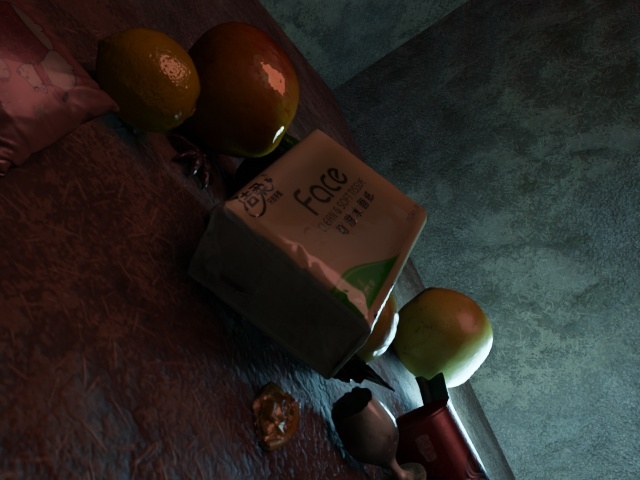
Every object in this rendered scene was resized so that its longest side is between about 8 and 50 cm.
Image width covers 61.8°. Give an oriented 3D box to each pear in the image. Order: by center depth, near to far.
[{"bbox_3d":[0.411,0.325,1.827,0.348,0.348,0.348,53,18,-25],"label":"pear"}]

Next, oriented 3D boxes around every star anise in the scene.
[{"bbox_3d":[-0.270,-0.175,1.159,0.141,0.042,0.141,51,20,-26],"label":"star anise"}]

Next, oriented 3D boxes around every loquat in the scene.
[{"bbox_3d":[0.064,0.170,1.254,0.244,0.244,0.244,53,18,-25],"label":"loquat"}]

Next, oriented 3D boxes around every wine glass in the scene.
[{"bbox_3d":[0.123,0.435,1.139,0.241,0.127,0.126,59,16,-11],"label":"wine glass"}]

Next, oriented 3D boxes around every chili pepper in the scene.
[{"bbox_3d":[-0.131,-0.259,1.443,0.254,0.099,0.083,26,30,14],"label":"chili pepper"}]

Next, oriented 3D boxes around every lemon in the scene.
[{"bbox_3d":[-0.319,-0.296,0.985,0.203,0.178,0.178,37,25,-26],"label":"lemon"}]

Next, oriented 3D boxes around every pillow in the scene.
[{"bbox_3d":[-0.404,-0.220,0.686,0.236,0.084,0.223,56,37,-22],"label":"pillow"}]

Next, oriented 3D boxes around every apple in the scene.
[{"bbox_3d":[-0.183,-0.334,1.227,0.275,0.299,0.299,34,19,-3],"label":"apple"}]

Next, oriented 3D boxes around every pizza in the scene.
[{"bbox_3d":[-0.075,0.300,0.930,0.099,0.036,0.160,60,16,1],"label":"pizza"}]

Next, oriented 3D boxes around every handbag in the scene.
[{"bbox_3d":[0.379,0.586,1.621,0.326,0.090,0.238,-101,176,-52],"label":"handbag"}]

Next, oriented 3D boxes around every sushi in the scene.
[{"bbox_3d":[0.025,0.268,1.142,0.215,0.050,0.192,9,-32,49],"label":"sushi"}]

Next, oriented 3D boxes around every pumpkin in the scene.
[{"bbox_3d":[-0.110,-0.117,1.332,0.238,0.159,0.238,58,13,-22],"label":"pumpkin"}]

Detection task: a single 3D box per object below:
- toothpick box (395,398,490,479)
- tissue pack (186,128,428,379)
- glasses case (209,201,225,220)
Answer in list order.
[{"bbox_3d":[0.297,0.577,1.281,0.333,0.204,0.204,63,16,13],"label":"toothpick box"},{"bbox_3d":[0.000,0.000,1.037,0.332,0.205,0.405,37,37,1],"label":"tissue pack"},{"bbox_3d":[-0.154,0.020,1.138,0.233,0.059,0.092,54,15,-19],"label":"glasses case"}]
